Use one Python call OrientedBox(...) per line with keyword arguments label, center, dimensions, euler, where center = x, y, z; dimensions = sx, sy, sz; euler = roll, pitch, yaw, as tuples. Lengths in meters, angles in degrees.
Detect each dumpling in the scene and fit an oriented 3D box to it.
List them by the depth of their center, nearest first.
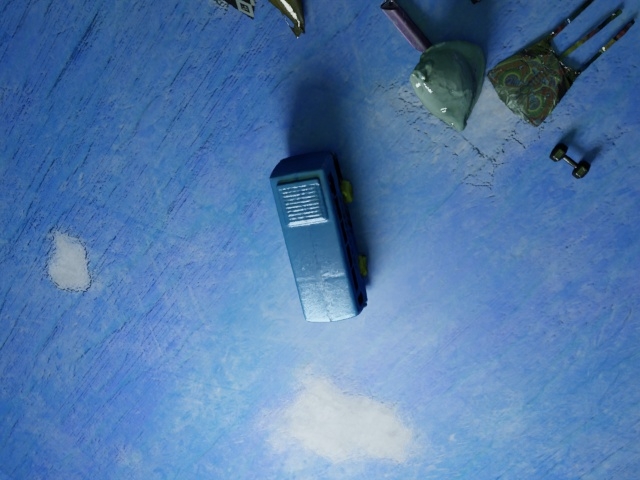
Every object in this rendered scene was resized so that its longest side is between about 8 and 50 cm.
OrientedBox(label="dumpling", center=(0.267, -0.308, 1.385), dimensions=(0.149, 0.105, 0.217), euler=(-23, 138, 20))

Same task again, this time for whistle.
OrientedBox(label="whistle", center=(0.188, -0.418, 1.414), dimensions=(0.033, 0.033, 0.176), euler=(-38, 97, 25))

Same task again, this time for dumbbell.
OrientedBox(label="dumbbell", center=(0.511, -0.163, 1.428), dimensions=(0.083, 0.040, 0.036), euler=(37, 146, -2))

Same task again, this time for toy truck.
OrientedBox(label="toy truck", center=(0.000, 0.000, 1.560), dimensions=(0.161, 0.162, 0.385), euler=(-7, 110, 16))

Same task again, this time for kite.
OrientedBox(label="kite", center=(0.475, -0.363, 1.369), dimensions=(0.152, 0.015, 0.285), euler=(44, 115, -5))

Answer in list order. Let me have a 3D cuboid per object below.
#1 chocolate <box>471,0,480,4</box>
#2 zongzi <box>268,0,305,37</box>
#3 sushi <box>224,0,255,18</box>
OrientedBox(label="chocolate", center=(0.245, -0.610, 1.303), dimensions=(0.102, 0.065, 0.329), euler=(-17, 109, 54))
OrientedBox(label="zongzi", center=(-0.165, -0.565, 1.422), dimensions=(0.260, 0.123, 0.289), euler=(13, 138, 24))
OrientedBox(label="sushi", center=(-0.256, -0.552, 1.398), dimensions=(0.279, 0.192, 0.043), euler=(33, 75, 0))
